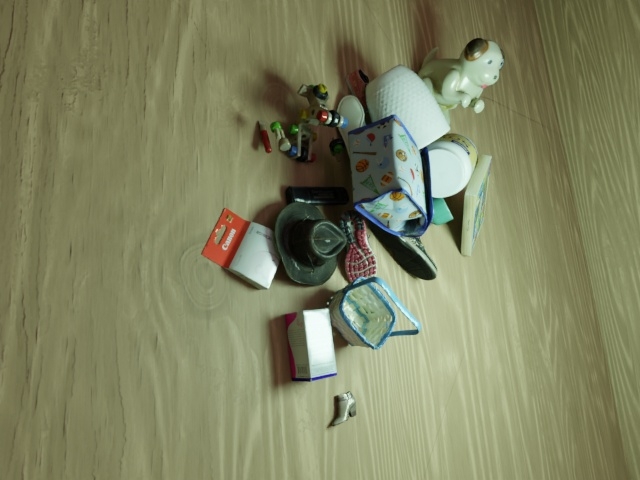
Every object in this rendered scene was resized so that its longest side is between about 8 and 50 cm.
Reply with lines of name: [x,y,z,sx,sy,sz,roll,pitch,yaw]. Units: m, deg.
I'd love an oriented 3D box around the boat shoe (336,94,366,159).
boat shoe: [0.140,-0.441,1.880,0.099,0.116,0.319,42,35,-72]

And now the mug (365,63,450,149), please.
mug: [0.345,-0.550,1.941,0.328,0.276,0.374,59,12,-9]

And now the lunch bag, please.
lunch bag: [0.288,-0.217,1.697,0.385,0.239,0.327,34,49,-52]

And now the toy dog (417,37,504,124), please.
toy dog: [0.672,-0.776,2.164,0.285,0.408,0.395,15,69,-35]

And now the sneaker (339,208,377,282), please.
sneaker: [0.148,0.029,1.730,0.112,0.121,0.299,-25,107,-81]

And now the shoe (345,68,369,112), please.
shoe: [0.180,-0.643,1.956,0.063,0.081,0.178,-35,100,-38]

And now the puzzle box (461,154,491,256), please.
puzzle box: [0.717,-0.153,2.108,0.272,0.052,0.409,-60,151,-32]

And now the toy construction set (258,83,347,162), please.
toy construction set: [-0.071,-0.438,1.656,0.309,0.257,0.237,-9,64,-17]

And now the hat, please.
hat: [0.000,0.000,1.571,0.331,0.134,0.331,21,62,-46]

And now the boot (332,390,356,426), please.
boot: [0.074,0.573,1.565,0.118,0.042,0.087,-11,78,-40]

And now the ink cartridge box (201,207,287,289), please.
ink cartridge box: [-0.235,0.025,1.467,0.232,0.066,0.189,38,58,-29]

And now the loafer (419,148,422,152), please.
loafer: [0.448,-0.401,2.116,0.056,0.050,0.148,13,69,-34]

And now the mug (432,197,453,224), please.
mug: [0.528,-0.137,2.069,0.129,0.097,0.158,61,16,-6]

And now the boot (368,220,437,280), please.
boot: [0.396,-0.043,1.924,0.377,0.138,0.284,43,55,-10]

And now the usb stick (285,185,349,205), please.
usb stick: [-0.008,-0.166,1.702,0.278,0.045,0.077,-5,74,-38]

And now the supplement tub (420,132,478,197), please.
supplement tub: [0.549,-0.329,2.000,0.241,0.241,0.331,61,32,-7]

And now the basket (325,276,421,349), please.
basket: [0.168,0.242,1.564,0.255,0.289,0.201,51,53,-16]

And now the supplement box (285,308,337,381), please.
supplement box: [-0.033,0.340,1.497,0.114,0.111,0.220,0,78,-38]
